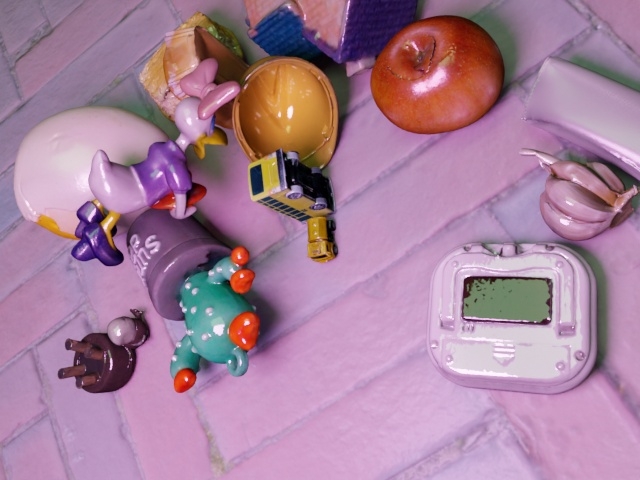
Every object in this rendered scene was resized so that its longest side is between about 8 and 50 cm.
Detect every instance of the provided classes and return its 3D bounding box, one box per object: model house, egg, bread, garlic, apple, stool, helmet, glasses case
[{"bbox_3d":[0.018,-0.449,1.223,0.312,0.245,0.280,-16,95,48],"label":"model house"},{"bbox_3d":[-0.468,-0.145,1.316,0.345,0.283,0.283,-12,70,10],"label":"egg"},{"bbox_3d":[-0.295,-0.389,1.393,0.245,0.121,0.174,-46,52,12],"label":"bread"},{"bbox_3d":[0.384,-0.082,0.969,0.127,0.131,0.194,-45,70,4],"label":"garlic"},{"bbox_3d":[0.201,-0.296,1.099,0.235,0.173,0.210,-22,66,19],"label":"apple"},{"bbox_3d":[-0.446,0.233,1.283,0.217,0.121,0.125,-49,59,11],"label":"stool"},{"bbox_3d":[-0.079,-0.257,1.210,0.205,0.257,0.140,-19,41,-7],"label":"helmet"},{"bbox_3d":[-0.213,-0.320,1.262,0.107,0.241,0.136,-18,68,25],"label":"bread"},{"bbox_3d":[0.475,-0.179,0.987,0.308,0.083,0.128,39,99,29],"label":"glasses case"}]

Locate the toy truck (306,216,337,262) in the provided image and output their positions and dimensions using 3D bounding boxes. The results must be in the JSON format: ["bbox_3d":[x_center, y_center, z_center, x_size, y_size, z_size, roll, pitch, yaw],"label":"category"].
[{"bbox_3d":[0.000,0.000,1.174,0.049,0.054,0.083,-10,71,22],"label":"toy truck"}]

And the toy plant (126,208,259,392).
[{"bbox_3d":[-0.230,0.104,1.172,0.279,0.185,0.400,-46,53,2],"label":"toy plant"}]

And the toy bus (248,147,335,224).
[{"bbox_3d":[-0.051,-0.097,1.163,0.101,0.175,0.088,-19,67,27],"label":"toy bus"}]

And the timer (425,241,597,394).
[{"bbox_3d":[0.296,0.117,0.979,0.262,0.087,0.237,-1,74,25],"label":"timer"}]

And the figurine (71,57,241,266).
[{"bbox_3d":[-0.301,-0.137,1.119,0.421,0.193,0.154,-41,48,0],"label":"figurine"}]
